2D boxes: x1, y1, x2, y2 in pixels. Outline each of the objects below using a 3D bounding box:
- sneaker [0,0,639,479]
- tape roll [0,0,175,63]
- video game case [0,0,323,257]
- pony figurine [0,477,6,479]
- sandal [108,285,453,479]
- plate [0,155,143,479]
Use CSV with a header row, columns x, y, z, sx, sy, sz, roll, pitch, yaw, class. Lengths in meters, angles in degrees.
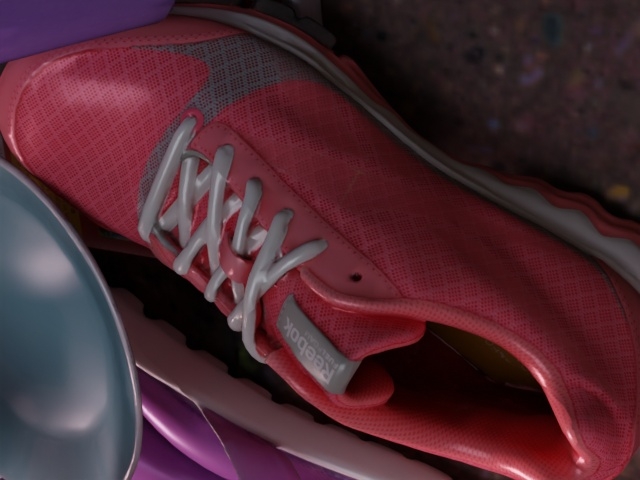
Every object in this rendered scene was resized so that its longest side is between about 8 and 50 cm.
x,y,z,sx,sy,sz,roll,pitch,yaw,class
0.001,0.000,0.685,0.314,0.136,0.116,25,122,5,sneaker
-0.121,-0.163,0.641,0.189,0.080,0.189,163,90,-72,tape roll
-0.128,-0.092,0.807,0.285,0.025,0.204,9,118,27,video game case
-0.276,0.123,0.773,0.363,0.302,0.351,22,153,13,pony figurine
-0.048,0.154,0.839,0.416,0.102,0.169,31,126,15,sandal
-0.141,0.036,0.789,0.188,0.024,0.188,25,129,34,plate
